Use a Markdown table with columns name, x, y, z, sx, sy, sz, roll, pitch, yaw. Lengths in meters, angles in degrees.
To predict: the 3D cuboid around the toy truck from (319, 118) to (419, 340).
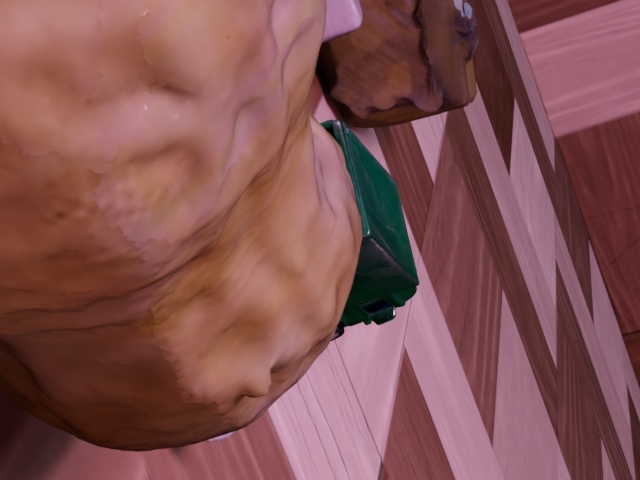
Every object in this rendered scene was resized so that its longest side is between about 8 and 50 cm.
| name | x | y | z | sx | sy | sz | roll | pitch | yaw |
| --- | --- | --- | --- | --- | --- | --- | --- | --- | --- |
| toy truck | 0.000 | 0.000 | 0.878 | 0.147 | 0.079 | 0.065 | 45 | 30 | -68 |

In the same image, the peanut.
| name | x | y | z | sx | sy | sz | roll | pitch | yaw |
| --- | --- | --- | --- | --- | --- | --- | --- | --- | --- |
| peanut | -0.061 | -0.027 | 0.472 | 0.313 | 0.149 | 0.149 | 66 | 11 | -67 |

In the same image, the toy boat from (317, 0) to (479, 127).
| name | x | y | z | sx | sy | sz | roll | pitch | yaw |
| --- | --- | --- | --- | --- | --- | --- | --- | --- | --- |
| toy boat | 0.007 | -0.241 | 1.144 | 0.162 | 0.136 | 0.445 | -86 | 160 | -49 |

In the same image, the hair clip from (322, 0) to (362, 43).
| name | x | y | z | sx | sy | sz | roll | pitch | yaw |
| --- | --- | --- | --- | --- | --- | --- | --- | --- | --- |
| hair clip | -0.058 | -0.260 | 0.953 | 0.101 | 0.085 | 0.331 | -87 | 155 | -67 |

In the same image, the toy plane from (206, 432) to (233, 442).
| name | x | y | z | sx | sy | sz | roll | pitch | yaw |
| --- | --- | --- | --- | --- | --- | --- | --- | --- | --- |
| toy plane | -0.050 | -0.005 | 0.720 | 0.162 | 0.065 | 0.171 | 69 | 3 | -71 |
